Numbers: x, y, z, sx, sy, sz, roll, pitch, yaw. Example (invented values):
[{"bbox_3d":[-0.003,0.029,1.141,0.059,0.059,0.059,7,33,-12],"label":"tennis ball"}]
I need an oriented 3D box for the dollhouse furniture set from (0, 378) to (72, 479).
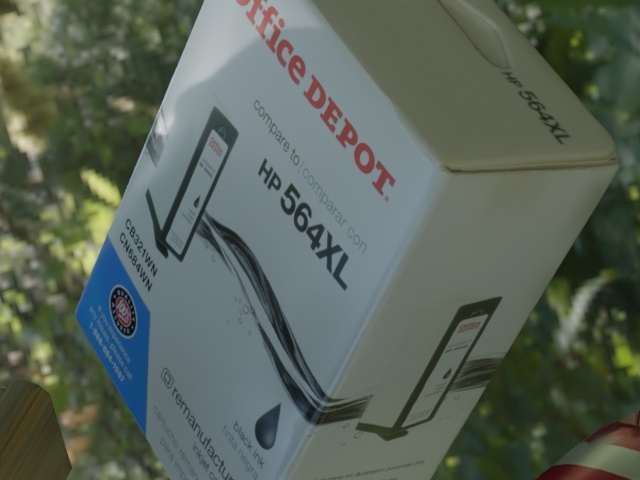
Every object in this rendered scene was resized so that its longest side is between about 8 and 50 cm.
[{"bbox_3d":[-0.159,0.137,0.572,0.242,0.161,0.212,84,-153,-48],"label":"dollhouse furniture set"}]

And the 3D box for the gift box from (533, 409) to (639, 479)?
[{"bbox_3d":[0.149,0.179,0.449,0.255,0.276,0.258,25,135,49],"label":"gift box"}]

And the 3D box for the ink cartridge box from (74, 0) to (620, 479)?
[{"bbox_3d":[0.000,0.000,0.678,0.148,0.086,0.203,54,134,35],"label":"ink cartridge box"}]
